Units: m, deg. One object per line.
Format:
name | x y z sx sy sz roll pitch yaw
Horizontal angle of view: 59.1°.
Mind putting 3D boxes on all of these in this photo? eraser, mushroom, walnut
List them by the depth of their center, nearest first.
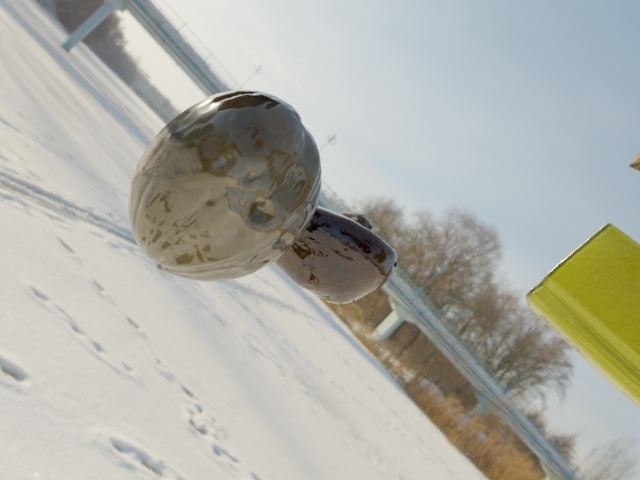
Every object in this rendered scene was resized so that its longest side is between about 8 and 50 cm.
walnut | -0.073 -0.041 0.450 0.140 0.162 0.140 33 -19 13
eraser | 0.406 0.100 0.743 0.226 0.158 0.069 50 4 36
mushroom | -0.005 0.014 0.852 0.231 0.138 0.194 24 10 31

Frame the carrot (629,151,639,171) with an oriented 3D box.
carrot | 0.478 -0.137 0.566 0.066 0.314 0.066 33 44 -38
